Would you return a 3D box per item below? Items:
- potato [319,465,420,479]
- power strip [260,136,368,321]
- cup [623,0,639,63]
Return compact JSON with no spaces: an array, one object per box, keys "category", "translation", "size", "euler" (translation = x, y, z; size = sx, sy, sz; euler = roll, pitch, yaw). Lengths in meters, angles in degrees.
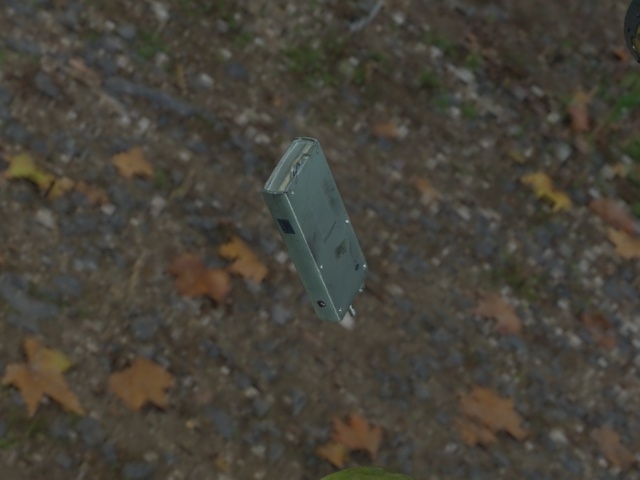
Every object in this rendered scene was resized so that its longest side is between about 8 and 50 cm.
[{"category":"potato","translation":[0.073,0.376,1.508],"size":[0.216,0.216,0.304],"euler":[10,53,-40]},{"category":"power strip","translation":[0.000,0.000,0.890],"size":[0.019,0.136,0.051],"euler":[6,50,28]},{"category":"cup","translation":[0.396,-0.196,1.556],"size":[0.131,0.176,0.155],"euler":[-12,20,-1]}]
